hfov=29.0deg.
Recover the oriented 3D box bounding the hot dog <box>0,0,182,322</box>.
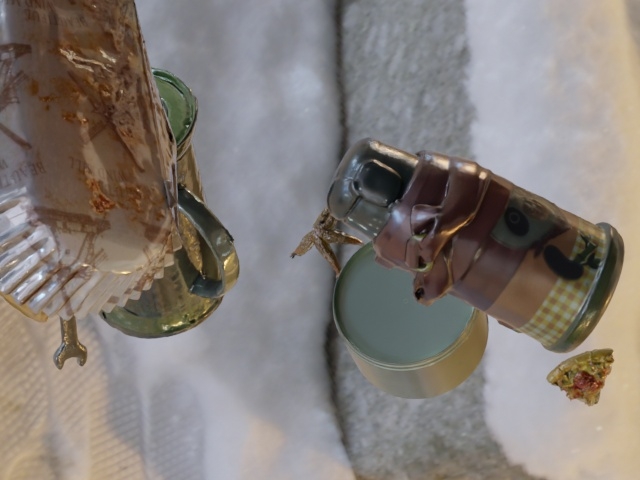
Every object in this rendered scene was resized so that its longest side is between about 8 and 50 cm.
[{"bbox_3d":[-0.139,-0.077,0.656,0.131,0.069,0.253,10,59,-43],"label":"hot dog"}]

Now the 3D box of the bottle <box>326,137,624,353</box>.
[{"bbox_3d":[0.134,-0.001,1.144,0.271,0.156,0.143,26,88,-3],"label":"bottle"}]

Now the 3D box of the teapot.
[{"bbox_3d":[-0.205,-0.019,1.551,0.270,0.337,0.200,28,56,29],"label":"teapot"}]

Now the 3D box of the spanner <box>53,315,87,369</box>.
[{"bbox_3d":[-0.364,0.087,1.762,0.054,0.254,0.015,-16,41,-24],"label":"spanner"}]

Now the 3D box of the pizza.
[{"bbox_3d":[0.311,0.165,1.430,0.078,0.083,0.025,58,10,-24],"label":"pizza"}]

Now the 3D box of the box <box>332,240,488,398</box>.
[{"bbox_3d":[0.141,0.114,1.909,0.226,0.149,0.226,-6,63,11],"label":"box"}]

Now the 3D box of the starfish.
[{"bbox_3d":[-0.002,0.001,1.980,0.041,0.130,0.133,15,51,-63],"label":"starfish"}]
